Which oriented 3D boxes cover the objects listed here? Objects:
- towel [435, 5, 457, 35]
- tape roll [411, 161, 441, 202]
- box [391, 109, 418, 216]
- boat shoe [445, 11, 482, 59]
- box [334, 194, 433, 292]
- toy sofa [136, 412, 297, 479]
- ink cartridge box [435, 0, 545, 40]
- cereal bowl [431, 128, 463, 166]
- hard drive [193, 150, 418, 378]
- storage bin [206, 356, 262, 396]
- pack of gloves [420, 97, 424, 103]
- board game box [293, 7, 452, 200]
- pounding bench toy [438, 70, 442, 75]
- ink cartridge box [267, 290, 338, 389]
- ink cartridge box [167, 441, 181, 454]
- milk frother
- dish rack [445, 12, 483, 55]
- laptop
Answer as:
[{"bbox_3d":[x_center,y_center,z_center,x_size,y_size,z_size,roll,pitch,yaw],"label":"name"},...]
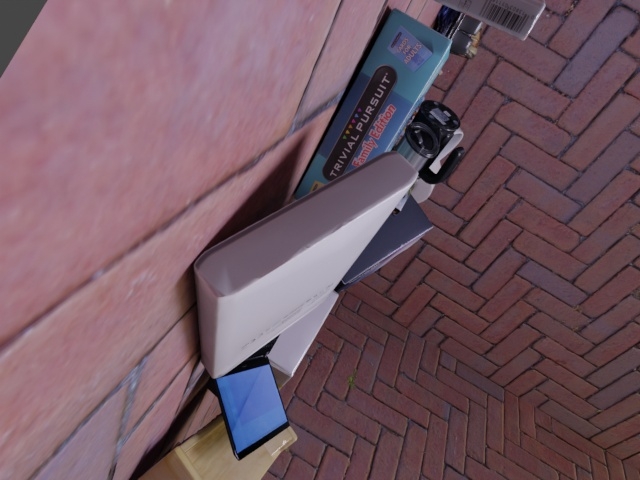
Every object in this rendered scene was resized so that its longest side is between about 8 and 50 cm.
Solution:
[{"bbox_3d":[0.372,-0.659,1.143,0.243,0.040,0.336,-61,179,11],"label":"towel"},{"bbox_3d":[0.315,-0.274,1.626,0.100,0.286,0.286,-57,177,-27],"label":"tape roll"},{"bbox_3d":[0.155,-0.191,0.915,0.233,0.159,0.044,-58,179,-16],"label":"box"},{"bbox_3d":[0.462,-0.676,1.358,0.324,0.122,0.120,-81,-174,-58],"label":"boat shoe"},{"bbox_3d":[0.124,0.003,1.226,0.296,0.183,0.294,-32,170,-10],"label":"box"},{"bbox_3d":[-0.194,0.422,0.773,0.177,0.150,0.362,-41,169,8],"label":"toy sofa"},{"bbox_3d":[0.199,-0.315,0.522,0.179,0.145,0.045,-57,172,-50],"label":"ink cartridge box"},{"bbox_3d":[0.232,-0.258,1.215,0.339,0.141,0.339,-32,171,-6],"label":"cereal bowl"},{"bbox_3d":[-0.041,0.055,0.516,0.233,0.047,0.353,-32,165,-27],"label":"hard drive"},{"bbox_3d":[-0.182,0.292,0.914,0.091,0.098,0.135,-48,178,2],"label":"storage bin"},{"bbox_3d":[0.315,-0.379,1.329,0.046,0.195,0.232,-46,172,-23],"label":"pack of gloves"},{"bbox_3d":[0.095,-0.193,0.649,0.254,0.079,0.336,-59,177,26],"label":"board game box"},{"bbox_3d":[0.275,-0.442,1.119,0.065,0.083,0.052,-60,177,15],"label":"pounding bench toy"},{"bbox_3d":[-0.117,0.294,1.273,0.279,0.160,0.385,-57,177,-31],"label":"ink cartridge box"},{"bbox_3d":[-0.334,0.565,0.823,0.197,0.114,0.273,-59,176,0],"label":"ink cartridge box"},{"bbox_3d":[0.181,-0.173,0.792,0.143,0.129,0.135,-6,147,-28],"label":"milk frother"},{"bbox_3d":[0.393,-0.589,1.085,0.208,0.074,0.271,-61,-179,29],"label":"dish rack"},{"bbox_3d":[-0.087,0.232,0.802,0.264,0.136,0.234,-59,161,1],"label":"laptop"}]
